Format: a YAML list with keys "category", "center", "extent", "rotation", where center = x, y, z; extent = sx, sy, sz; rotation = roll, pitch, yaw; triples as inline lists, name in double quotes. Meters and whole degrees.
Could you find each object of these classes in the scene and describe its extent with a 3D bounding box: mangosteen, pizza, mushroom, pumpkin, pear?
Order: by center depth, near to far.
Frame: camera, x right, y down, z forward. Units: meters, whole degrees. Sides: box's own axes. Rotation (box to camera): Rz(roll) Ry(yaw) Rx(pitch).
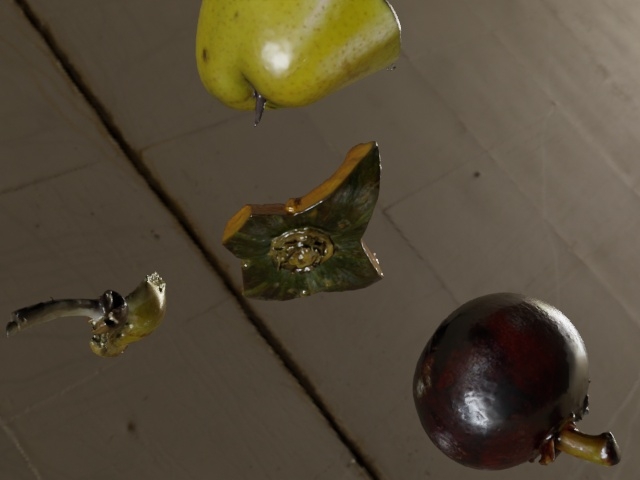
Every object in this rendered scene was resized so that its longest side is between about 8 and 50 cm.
- category: "pear"
  center: [-0.056, -0.222, 0.844]
  extent: [0.267, 0.267, 0.178]
  rotation: [39, -97, 5]
- category: "mangosteen"
  center: [0.251, 0.197, 0.957]
  extent: [0.235, 0.236, 0.261]
  rotation: [-15, -137, -40]
- category: "mushroom"
  center: [-0.348, 0.105, 1.054]
  extent: [0.187, 0.061, 0.060]
  rotation: [-2, -117, -48]
- category: "pumpkin"
  center: [-0.022, -0.007, 1.217]
  extent: [0.258, 0.290, 0.095]
  rotation: [-11, -131, 0]
- category: "pizza"
  center: [-0.365, 0.162, 1.497]
  extent: [0.080, 0.188, 0.204]
  rotation: [35, -178, 1]
